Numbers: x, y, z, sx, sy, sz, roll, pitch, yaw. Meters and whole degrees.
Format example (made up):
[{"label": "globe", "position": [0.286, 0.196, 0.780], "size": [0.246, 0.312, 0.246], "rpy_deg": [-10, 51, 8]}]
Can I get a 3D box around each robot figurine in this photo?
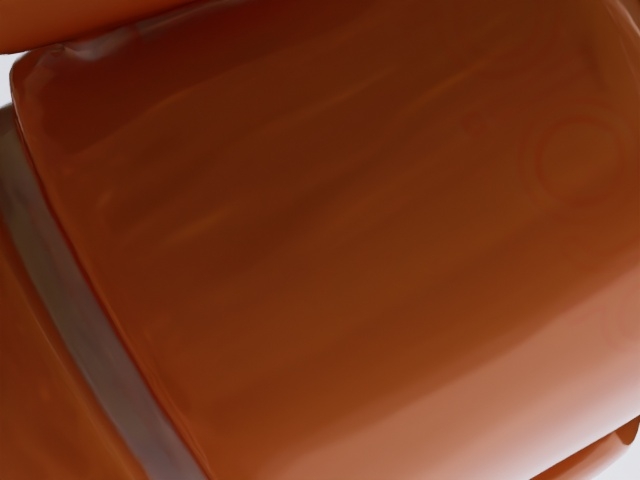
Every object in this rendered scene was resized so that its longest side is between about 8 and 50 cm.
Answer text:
[{"label": "robot figurine", "position": [-0.001, -0.002, 0.397], "size": [0.219, 0.158, 0.128], "rpy_deg": [-31, -109, 3]}]
